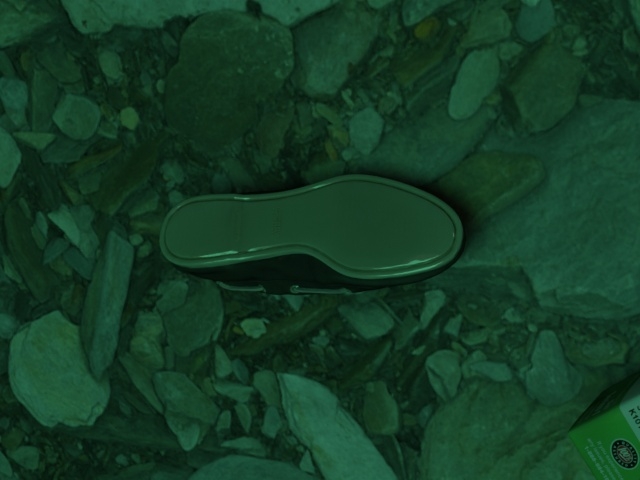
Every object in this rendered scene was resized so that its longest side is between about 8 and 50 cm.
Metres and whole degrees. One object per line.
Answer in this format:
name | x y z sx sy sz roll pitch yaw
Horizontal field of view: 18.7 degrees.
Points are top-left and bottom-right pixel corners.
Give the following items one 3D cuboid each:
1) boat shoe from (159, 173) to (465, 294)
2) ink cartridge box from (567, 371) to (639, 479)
boat shoe | 0.000 0.000 1.986 0.335 0.095 0.112 0 71 25
ink cartridge box | 0.405 0.184 1.801 0.278 0.117 0.201 -33 90 32
